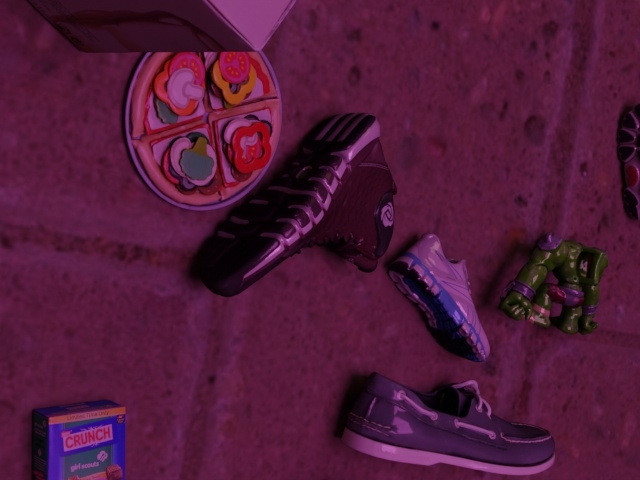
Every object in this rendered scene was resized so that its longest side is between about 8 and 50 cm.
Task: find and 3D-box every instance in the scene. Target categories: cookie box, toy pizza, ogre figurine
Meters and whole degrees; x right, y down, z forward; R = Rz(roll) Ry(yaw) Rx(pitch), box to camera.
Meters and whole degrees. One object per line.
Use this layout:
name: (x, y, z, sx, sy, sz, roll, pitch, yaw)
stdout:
cookie box: (-0.246, 0.222, 1.550, 0.092, 0.040, 0.107, -4, 99, -38)
toy pizza: (-0.116, -0.131, 1.608, 0.201, 0.032, 0.201, -7, 101, -38)
ogre figurine: (0.310, 0.056, 1.944, 0.197, 0.097, 0.118, 18, 97, -28)

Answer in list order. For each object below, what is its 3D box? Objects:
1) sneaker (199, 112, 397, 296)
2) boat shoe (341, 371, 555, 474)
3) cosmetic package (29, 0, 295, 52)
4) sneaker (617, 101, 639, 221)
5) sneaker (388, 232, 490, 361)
sneaker: (0.000, 0.000, 1.679, 0.281, 0.106, 0.162, -47, 125, -25)
boat shoe: (0.171, 0.220, 1.842, 0.319, 0.116, 0.099, 10, 94, -34)
cosmetic package: (-0.144, -0.265, 1.394, 0.129, 0.296, 0.153, 45, 69, -33)
sneaker: (0.445, -0.110, 2.060, 0.071, 0.068, 0.170, -29, 123, -49)
sneaker: (0.163, 0.068, 1.844, 0.083, 0.071, 0.190, -53, 125, -27)
